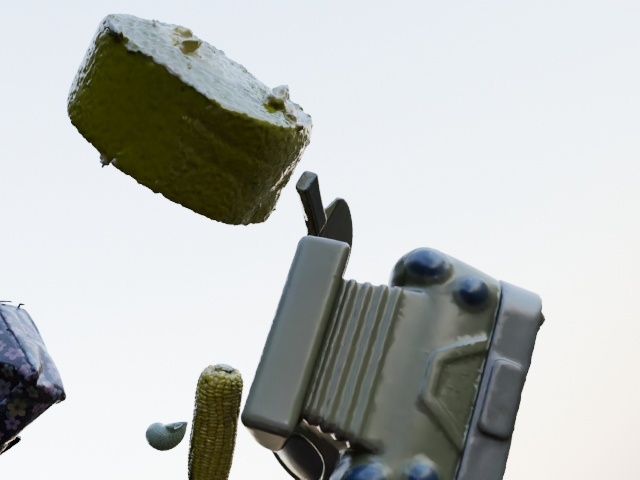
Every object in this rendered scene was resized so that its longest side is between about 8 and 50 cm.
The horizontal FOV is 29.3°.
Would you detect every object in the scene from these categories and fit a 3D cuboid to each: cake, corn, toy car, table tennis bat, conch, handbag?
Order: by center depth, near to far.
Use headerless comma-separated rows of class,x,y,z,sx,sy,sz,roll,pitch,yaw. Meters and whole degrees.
toy car,0.037,0.155,1.046,0.336,0.226,0.242,121,167,-66
cake,-0.144,-0.134,1.285,0.156,0.260,0.179,-60,-16,13
handbag,-0.441,0.195,1.575,0.208,0.229,0.127,-44,-40,3
table tennis bat,0.000,0.000,1.601,0.154,0.021,0.274,-60,-22,-26
corn,-0.156,0.278,1.794,0.072,0.072,0.203,-11,-69,-58
conch,-0.285,0.365,2.295,0.085,0.057,0.076,-6,5,41
